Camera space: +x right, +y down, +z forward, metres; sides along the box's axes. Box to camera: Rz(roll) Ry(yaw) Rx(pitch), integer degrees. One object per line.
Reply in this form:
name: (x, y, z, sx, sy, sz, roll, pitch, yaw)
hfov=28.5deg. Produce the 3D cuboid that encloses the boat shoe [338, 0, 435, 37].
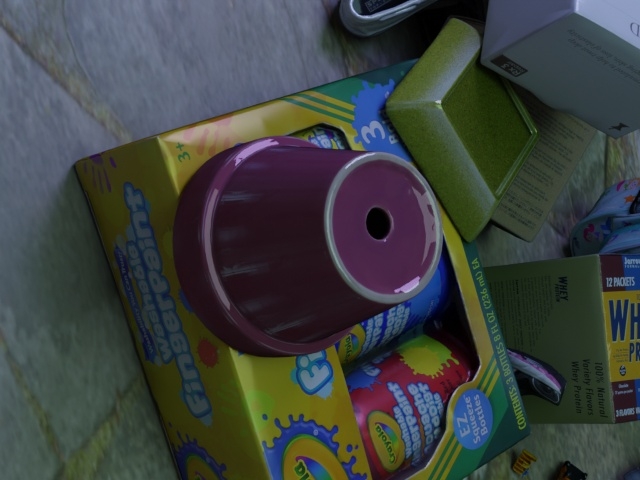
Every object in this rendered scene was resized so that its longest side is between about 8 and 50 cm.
boat shoe: (0.137, -0.324, 1.463, 0.258, 0.084, 0.095, -40, 93, -1)

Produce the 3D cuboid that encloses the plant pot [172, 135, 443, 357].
plant pot: (0.000, 0.000, 1.103, 0.201, 0.180, 0.201, 6, 81, -37)

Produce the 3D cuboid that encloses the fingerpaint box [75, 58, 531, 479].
fingerpaint box: (-0.001, 0.070, 1.316, 0.371, 0.163, 0.444, -22, 97, -41)

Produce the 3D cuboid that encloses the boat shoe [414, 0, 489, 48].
boat shoe: (0.155, -0.305, 1.553, 0.092, 0.103, 0.285, -42, 117, -42)

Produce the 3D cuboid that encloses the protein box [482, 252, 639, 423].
protein box: (0.311, 0.122, 1.554, 0.136, 0.201, 0.199, 0, 84, -41)

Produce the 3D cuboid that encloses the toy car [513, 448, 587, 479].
toy car: (0.293, 0.300, 1.636, 0.122, 0.060, 0.040, 29, 109, -17)

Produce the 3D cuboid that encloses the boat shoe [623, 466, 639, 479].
boat shoe: (0.494, 0.452, 1.757, 0.099, 0.116, 0.319, -13, 102, 1)

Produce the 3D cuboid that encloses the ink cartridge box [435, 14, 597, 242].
ink cartridge box: (0.208, -0.133, 1.533, 0.235, 0.088, 0.193, 29, 92, -35)

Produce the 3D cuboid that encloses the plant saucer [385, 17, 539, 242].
plant saucer: (0.170, -0.127, 1.371, 0.188, 0.045, 0.188, 56, 47, -21)

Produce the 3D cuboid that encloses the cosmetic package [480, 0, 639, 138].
cosmetic package: (0.323, -0.336, 1.418, 0.217, 0.156, 0.384, 22, 62, -28)

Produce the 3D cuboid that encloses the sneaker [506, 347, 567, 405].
sneaker: (0.206, 0.161, 1.493, 0.072, 0.178, 0.077, 12, 100, -57)

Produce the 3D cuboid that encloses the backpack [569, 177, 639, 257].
backpack: (0.460, 0.028, 1.668, 0.191, 0.254, 0.225, -44, 115, -32)
